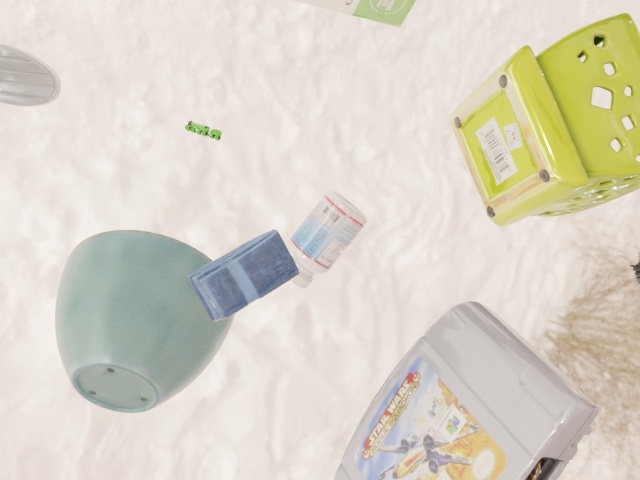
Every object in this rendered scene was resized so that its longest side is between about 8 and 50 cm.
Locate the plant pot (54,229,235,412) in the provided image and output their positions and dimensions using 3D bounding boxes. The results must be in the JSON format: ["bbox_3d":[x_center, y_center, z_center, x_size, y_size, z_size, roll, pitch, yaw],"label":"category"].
[{"bbox_3d":[-0.293,0.153,1.038,0.195,0.290,0.290,-82,157,-45],"label":"plant pot"}]

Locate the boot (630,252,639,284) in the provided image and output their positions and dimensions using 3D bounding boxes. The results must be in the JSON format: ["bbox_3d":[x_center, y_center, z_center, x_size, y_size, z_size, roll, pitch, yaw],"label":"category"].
[{"bbox_3d":[0.397,0.082,0.532,0.207,0.246,0.094,22,103,-14],"label":"boot"}]

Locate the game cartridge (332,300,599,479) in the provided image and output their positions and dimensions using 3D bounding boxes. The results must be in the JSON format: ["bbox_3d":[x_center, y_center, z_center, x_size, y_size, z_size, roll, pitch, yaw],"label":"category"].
[{"bbox_3d":[0.115,0.217,0.648,0.062,0.198,0.297,20,106,-37],"label":"game cartridge"}]

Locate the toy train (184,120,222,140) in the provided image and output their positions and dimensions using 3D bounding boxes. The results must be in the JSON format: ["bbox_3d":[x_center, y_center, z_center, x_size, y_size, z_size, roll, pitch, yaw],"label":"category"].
[{"bbox_3d":[-0.247,-0.232,1.382,0.017,0.083,0.024,-2,111,-82],"label":"toy train"}]

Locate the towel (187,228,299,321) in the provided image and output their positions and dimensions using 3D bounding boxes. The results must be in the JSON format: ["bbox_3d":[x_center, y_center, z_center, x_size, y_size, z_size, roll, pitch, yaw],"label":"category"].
[{"bbox_3d":[-0.086,0.040,0.757,0.119,0.029,0.067,-30,101,-13],"label":"towel"}]

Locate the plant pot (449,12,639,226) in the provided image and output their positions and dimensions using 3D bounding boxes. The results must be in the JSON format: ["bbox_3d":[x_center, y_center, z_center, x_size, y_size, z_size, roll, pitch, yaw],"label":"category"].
[{"bbox_3d":[0.325,-0.150,0.919,0.207,0.227,0.228,-17,81,-21],"label":"plant pot"}]

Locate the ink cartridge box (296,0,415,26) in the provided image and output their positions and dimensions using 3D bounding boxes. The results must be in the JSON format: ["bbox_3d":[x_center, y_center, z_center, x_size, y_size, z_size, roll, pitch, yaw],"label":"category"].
[{"bbox_3d":[-0.033,-0.390,0.745,0.353,0.207,0.119,8,63,-15],"label":"ink cartridge box"}]

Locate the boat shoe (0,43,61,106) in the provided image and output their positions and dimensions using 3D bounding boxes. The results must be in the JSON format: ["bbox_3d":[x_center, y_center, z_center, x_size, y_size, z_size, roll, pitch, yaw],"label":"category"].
[{"bbox_3d":[-0.638,-0.330,1.255,0.094,0.302,0.109,-81,-175,-76],"label":"boat shoe"}]

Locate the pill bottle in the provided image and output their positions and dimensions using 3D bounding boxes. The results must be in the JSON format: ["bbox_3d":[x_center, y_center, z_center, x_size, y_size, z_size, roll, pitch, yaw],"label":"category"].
[{"bbox_3d":[0.000,0.000,1.107,0.160,0.087,0.087,-51,145,9],"label":"pill bottle"}]
